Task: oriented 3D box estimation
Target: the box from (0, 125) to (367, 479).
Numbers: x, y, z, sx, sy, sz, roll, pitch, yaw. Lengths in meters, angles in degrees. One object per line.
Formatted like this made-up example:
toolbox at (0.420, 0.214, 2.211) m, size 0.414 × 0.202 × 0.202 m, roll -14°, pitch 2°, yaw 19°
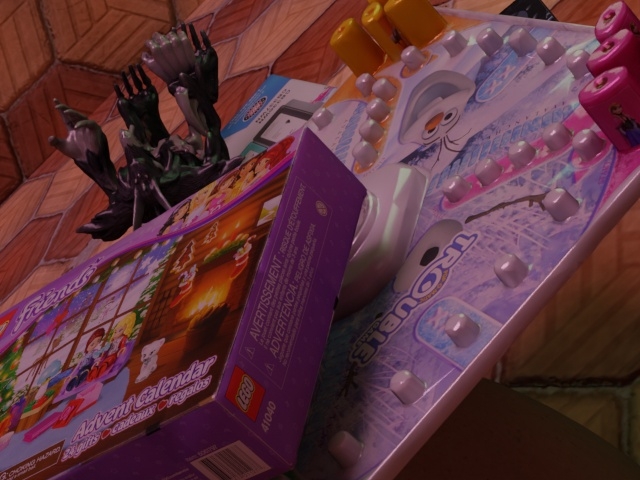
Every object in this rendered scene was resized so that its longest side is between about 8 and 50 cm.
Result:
box at (-0.115, 0.077, 0.735) m, size 0.293 × 0.057 × 0.201 m, roll -29°, pitch 28°, yaw 33°

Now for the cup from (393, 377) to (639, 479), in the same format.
cup at (0.020, 0.196, 0.818) m, size 0.331 × 0.237 × 0.331 m, roll -36°, pitch 26°, yaw 21°

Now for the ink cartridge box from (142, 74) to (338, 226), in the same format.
ink cartridge box at (0.006, -0.003, 1.196) m, size 0.198 × 0.197 × 0.270 m, roll -50°, pitch 24°, yaw -8°

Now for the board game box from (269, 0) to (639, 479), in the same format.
board game box at (0.000, 0.000, 0.805) m, size 0.390 × 0.050 × 0.390 m, roll -48°, pitch 24°, yaw -5°

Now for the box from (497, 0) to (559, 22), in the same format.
box at (0.182, -0.138, 1.270) m, size 0.147 × 0.077 × 0.180 m, roll -39°, pitch 25°, yaw 14°

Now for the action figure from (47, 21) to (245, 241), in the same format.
action figure at (-0.154, -0.098, 1.193) m, size 0.164 × 0.141 × 0.276 m, roll -28°, pitch 25°, yaw 12°
